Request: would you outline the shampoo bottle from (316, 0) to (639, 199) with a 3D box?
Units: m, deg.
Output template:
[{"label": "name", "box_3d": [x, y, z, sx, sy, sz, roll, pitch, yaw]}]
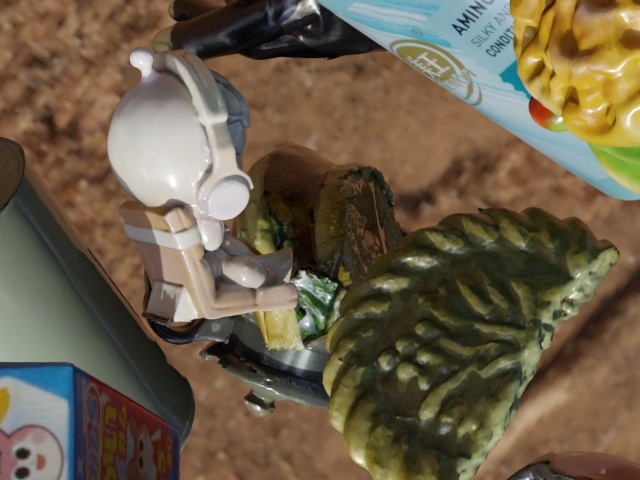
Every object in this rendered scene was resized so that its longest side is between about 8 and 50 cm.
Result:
[{"label": "shampoo bottle", "box_3d": [0.181, -0.249, 1.388, 0.331, 0.343, 0.331, -54, -170, 14]}]

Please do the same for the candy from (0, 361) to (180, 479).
[{"label": "candy", "box_3d": [-0.200, 0.203, 1.567, 0.306, 0.100, 0.157, 52, 37, -69]}]

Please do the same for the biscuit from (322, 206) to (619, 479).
[{"label": "biscuit", "box_3d": [0.096, 0.074, 1.518, 0.273, 0.187, 0.036, -58, 149, -16]}]

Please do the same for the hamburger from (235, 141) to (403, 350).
[{"label": "hamburger", "box_3d": [0.000, 0.000, 1.947, 0.133, 0.211, 0.309, -15, -179, 17]}]

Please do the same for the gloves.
[{"label": "gloves", "box_3d": [-0.019, -0.235, 1.676, 0.197, 0.301, 0.152, 45, 37, -43]}]

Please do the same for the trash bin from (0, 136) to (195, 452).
[{"label": "trash bin", "box_3d": [-0.329, 0.125, 2.099, 0.280, 0.280, 0.432, -42, 125, -21]}]

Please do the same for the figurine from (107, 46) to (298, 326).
[{"label": "figurine", "box_3d": [-0.098, -0.050, 1.563, 0.141, 0.162, 0.236, -18, 102, -25]}]

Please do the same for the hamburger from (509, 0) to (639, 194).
[{"label": "hamburger", "box_3d": [0.200, -0.134, 1.043, 0.149, 0.237, 0.237, 35, 91, -33]}]

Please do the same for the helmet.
[{"label": "helmet", "box_3d": [0.296, 0.302, 1.977, 0.154, 0.198, 0.253, -24, -175, -42]}]

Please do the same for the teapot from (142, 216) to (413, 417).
[{"label": "teapot", "box_3d": [-0.055, 0.074, 2.288, 0.305, 0.223, 0.285, 16, 95, -45]}]
